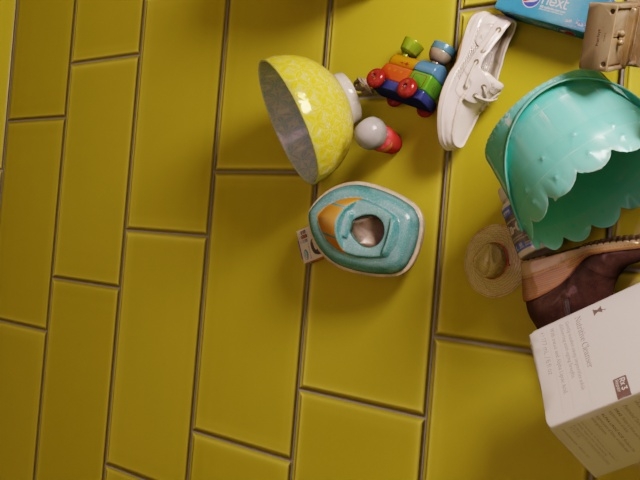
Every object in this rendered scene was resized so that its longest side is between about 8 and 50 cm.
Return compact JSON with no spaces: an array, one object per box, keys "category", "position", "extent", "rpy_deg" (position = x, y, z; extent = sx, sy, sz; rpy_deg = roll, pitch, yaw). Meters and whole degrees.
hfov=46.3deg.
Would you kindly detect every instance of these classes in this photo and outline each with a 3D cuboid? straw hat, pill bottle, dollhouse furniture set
[{"category":"straw hat","position":[0.323,0.039,1.427],"extent":[0.144,0.061,0.144],"rpy_deg":[-3,85,37]},{"category":"pill bottle","position":[0.380,-0.040,1.377],"extent":[0.078,0.078,0.137],"rpy_deg":[-28,68,32]},{"category":"dollhouse furniture set","position":[0.534,-0.291,1.097],"extent":[0.242,0.161,0.212],"rpy_deg":[20,117,37]}]

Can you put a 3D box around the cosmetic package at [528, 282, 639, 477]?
[{"category":"cosmetic package","position":[0.533,0.174,1.128],"extent":[0.385,0.156,0.217],"rpy_deg":[-34,27,25]}]

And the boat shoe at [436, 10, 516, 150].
[{"category":"boat shoe","position":[0.304,-0.303,1.443],"extent":[0.096,0.098,0.277],"rpy_deg":[20,98,37]}]

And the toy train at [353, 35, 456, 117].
[{"category":"toy train","position":[0.160,-0.363,1.566],"extent":[0.248,0.105,0.143],"rpy_deg":[29,89,41]}]

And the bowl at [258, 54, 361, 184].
[{"category":"bowl","position":[-0.005,-0.280,1.617],"extent":[0.156,0.289,0.289],"rpy_deg":[-24,66,-12]}]

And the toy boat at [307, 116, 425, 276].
[{"category":"toy boat","position":[0.093,-0.089,1.543],"extent":[0.267,0.148,0.318],"rpy_deg":[12,92,29]}]

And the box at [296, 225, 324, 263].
[{"category":"box","position":[0.000,0.000,1.692],"extent":[0.136,0.028,0.081],"rpy_deg":[-23,73,31]}]

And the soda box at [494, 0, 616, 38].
[{"category":"soda box","position":[0.433,-0.426,1.374],"extent":[0.210,0.067,0.071],"rpy_deg":[30,104,34]}]

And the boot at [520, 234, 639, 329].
[{"category":"boot","position":[0.484,0.108,1.306],"extent":[0.248,0.090,0.207],"rpy_deg":[-17,89,33]}]

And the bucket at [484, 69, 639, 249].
[{"category":"bucket","position":[0.422,-0.137,1.244],"extent":[0.281,0.281,0.183],"rpy_deg":[-44,59,26]}]
